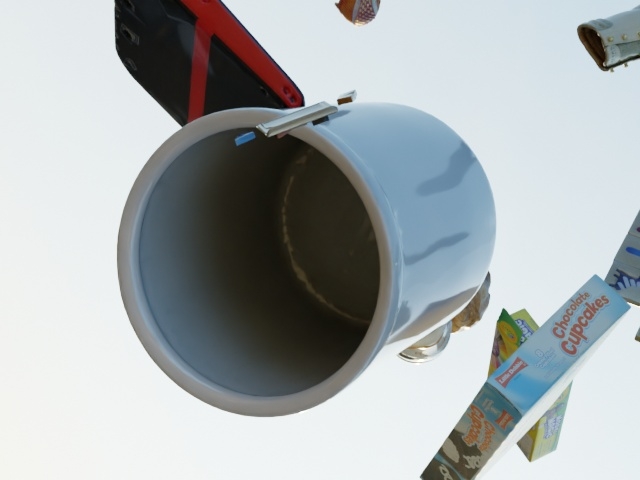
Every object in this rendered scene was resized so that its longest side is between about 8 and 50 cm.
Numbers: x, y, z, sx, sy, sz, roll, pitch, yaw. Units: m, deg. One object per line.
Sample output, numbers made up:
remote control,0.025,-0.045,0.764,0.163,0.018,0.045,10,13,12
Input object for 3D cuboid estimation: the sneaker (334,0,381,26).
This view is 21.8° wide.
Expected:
sneaker,0.060,-0.371,2.217,0.067,0.064,0.175,44,-54,28

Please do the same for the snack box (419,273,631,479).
snack box,0.224,0.176,1.871,0.060,0.187,0.322,43,-26,11

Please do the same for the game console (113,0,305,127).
game console,-0.152,-0.228,2.239,0.342,0.060,0.386,45,-17,9

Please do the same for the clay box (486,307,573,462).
clay box,0.288,0.193,2.294,0.127,0.053,0.222,55,-24,33

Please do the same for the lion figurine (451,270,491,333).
lion figurine,0.156,0.015,2.443,0.392,0.142,0.240,19,45,-90

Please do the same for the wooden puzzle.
wooden puzzle,-0.019,-0.106,1.471,0.078,0.116,0.014,-107,178,-80

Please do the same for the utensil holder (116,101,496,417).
utensil holder,0.000,0.000,1.902,0.327,0.328,0.385,67,24,1

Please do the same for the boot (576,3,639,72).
boot,0.488,-0.283,2.402,0.213,0.165,0.077,-130,-153,-50

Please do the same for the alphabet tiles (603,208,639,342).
alphabet tiles,0.497,0.066,1.851,0.342,0.285,0.011,21,-50,15

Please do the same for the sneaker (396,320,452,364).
sneaker,0.088,0.009,2.201,0.321,0.126,0.127,62,-7,7
